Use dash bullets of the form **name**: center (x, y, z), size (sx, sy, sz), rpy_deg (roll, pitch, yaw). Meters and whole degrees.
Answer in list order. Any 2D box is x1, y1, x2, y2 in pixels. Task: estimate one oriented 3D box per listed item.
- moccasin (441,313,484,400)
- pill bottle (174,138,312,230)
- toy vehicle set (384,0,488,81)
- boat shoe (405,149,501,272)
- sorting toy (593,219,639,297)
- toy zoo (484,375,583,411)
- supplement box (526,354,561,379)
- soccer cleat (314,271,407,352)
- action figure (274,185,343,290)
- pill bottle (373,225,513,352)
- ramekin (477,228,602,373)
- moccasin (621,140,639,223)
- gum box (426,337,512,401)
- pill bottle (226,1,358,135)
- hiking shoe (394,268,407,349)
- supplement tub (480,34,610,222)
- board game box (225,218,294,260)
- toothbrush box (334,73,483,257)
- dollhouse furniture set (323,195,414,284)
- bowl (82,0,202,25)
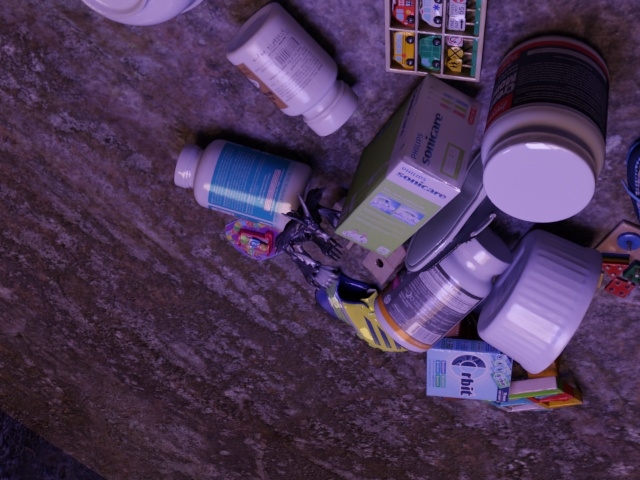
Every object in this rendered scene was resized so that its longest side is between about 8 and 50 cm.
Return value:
- **moccasin**: center (0.334, 0.256, 2.025), size (0.147, 0.139, 0.380), rpy_deg (-2, 134, 14)
- **pill bottle**: center (-0.159, -0.120, 1.781), size (0.264, 0.146, 0.146), rpy_deg (17, 140, 2)
- **toy vehicle set**: center (0.190, -0.385, 1.425), size (0.166, 0.035, 0.267), rpy_deg (8, 139, 13)
- **boat shoe**: center (0.281, -0.046, 1.649), size (0.091, 0.114, 0.302), rpy_deg (28, 114, -27)
- **sorting toy**: center (0.619, 0.042, 1.737), size (0.132, 0.046, 0.274), rpy_deg (24, 141, -5)
- **toy zoo**: center (0.511, 0.375, 2.088), size (0.192, 0.030, 0.293), rpy_deg (-13, 157, 27)
- **supplement box**: center (0.489, 0.223, 1.971), size (0.080, 0.078, 0.233), rpy_deg (-5, 134, 27)
- **soccer cleat**: center (0.121, 0.172, 2.050), size (0.289, 0.093, 0.121), rpy_deg (31, 128, -17)
- **action figure**: center (0.000, 0.000, 1.700), size (0.141, 0.164, 0.275), rpy_deg (27, 166, 15)
- **pill bottle**: center (0.253, 0.090, 1.798), size (0.162, 0.162, 0.278), rpy_deg (34, 116, -17)
- **ramekin**: center (0.426, 0.112, 1.725), size (0.135, 0.277, 0.277), rpy_deg (27, 140, 1)
- **moccasin**: center (0.647, -0.027, 1.564), size (0.138, 0.117, 0.342), rpy_deg (-19, 119, 25)
- **gum box**: center (0.328, 0.287, 1.925), size (0.184, 0.041, 0.157), rpy_deg (3, 130, 10)
- **pill bottle**: center (-0.045, -0.297, 1.544), size (0.131, 0.131, 0.229), rpy_deg (-25, 124, 40)
- **hiking shoe**: center (0.195, 0.149, 2.001), size (0.114, 0.086, 0.227), rpy_deg (19, 126, 17)
- **supplement tub**: center (0.363, -0.183, 1.402), size (0.191, 0.272, 0.191), rpy_deg (11, 139, 10)
- **board game box**: center (-0.146, 0.003, 2.005), size (0.169, 0.033, 0.133), rpy_deg (-21, 126, 37)
- **toothbrush box**: center (0.155, -0.127, 1.574), size (0.122, 0.206, 0.283), rpy_deg (26, 147, -9)
- **dollhouse furniture set**: center (0.131, -0.035, 1.811), size (0.183, 0.129, 0.129), rpy_deg (48, 141, 12)
- **bowl**: center (-0.333, -0.471, 1.460), size (0.298, 0.134, 0.298), rpy_deg (11, 139, 10)
